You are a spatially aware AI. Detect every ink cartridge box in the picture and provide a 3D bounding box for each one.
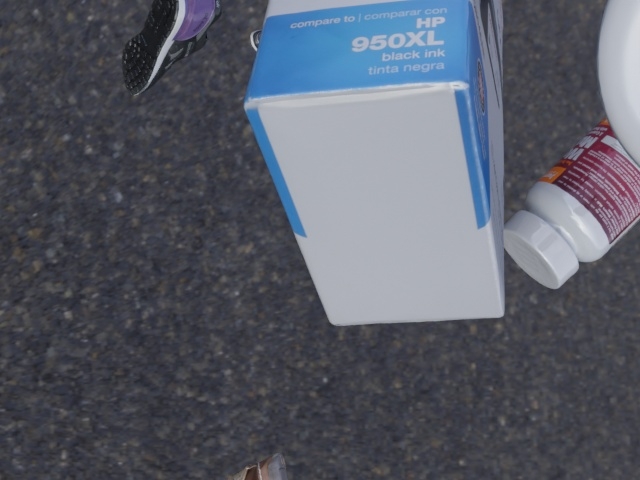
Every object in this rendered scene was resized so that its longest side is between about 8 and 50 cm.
[{"bbox_3d":[0.074,-0.165,0.862,0.285,0.166,0.394,69,22,-49],"label":"ink cartridge box"}]

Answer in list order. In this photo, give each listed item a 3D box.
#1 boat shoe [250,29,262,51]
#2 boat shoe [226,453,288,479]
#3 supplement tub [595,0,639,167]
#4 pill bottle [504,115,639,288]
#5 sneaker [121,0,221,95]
[{"bbox_3d":[-0.067,-0.333,1.621,0.125,0.038,0.046,7,79,-51],"label":"boat shoe"},{"bbox_3d":[-0.119,0.476,1.769,0.116,0.324,0.123,-7,65,-10],"label":"boat shoe"},{"bbox_3d":[0.328,-0.131,0.651,0.316,0.194,0.193,-17,91,-53],"label":"supplement tub"},{"bbox_3d":[0.331,-0.051,1.171,0.221,0.121,0.121,-42,108,-8],"label":"pill bottle"},{"bbox_3d":[-0.279,-0.367,1.819,0.124,0.283,0.107,-6,68,-38],"label":"sneaker"}]
